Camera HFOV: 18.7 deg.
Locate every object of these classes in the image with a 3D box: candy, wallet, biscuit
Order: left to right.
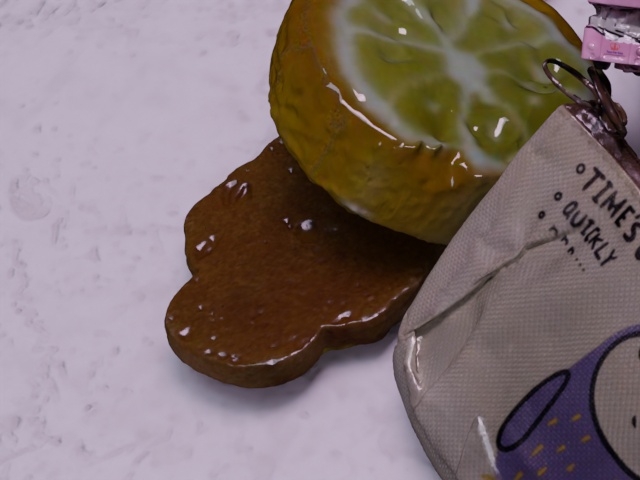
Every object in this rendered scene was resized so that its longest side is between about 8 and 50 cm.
[{"bbox_3d":[0.000,0.000,1.477,0.208,0.041,0.290,25,59,33],"label":"biscuit"},{"bbox_3d":[0.086,-0.110,1.430,0.260,0.118,0.260,13,42,-12],"label":"candy"},{"bbox_3d":[0.173,0.081,1.253,0.275,0.068,0.335,-50,56,26],"label":"wallet"}]

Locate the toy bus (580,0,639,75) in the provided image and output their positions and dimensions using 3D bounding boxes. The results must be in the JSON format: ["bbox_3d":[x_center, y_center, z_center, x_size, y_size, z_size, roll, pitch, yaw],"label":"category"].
[{"bbox_3d":[0.249,-0.168,1.434,0.063,0.090,0.203,10,12,24],"label":"toy bus"}]
